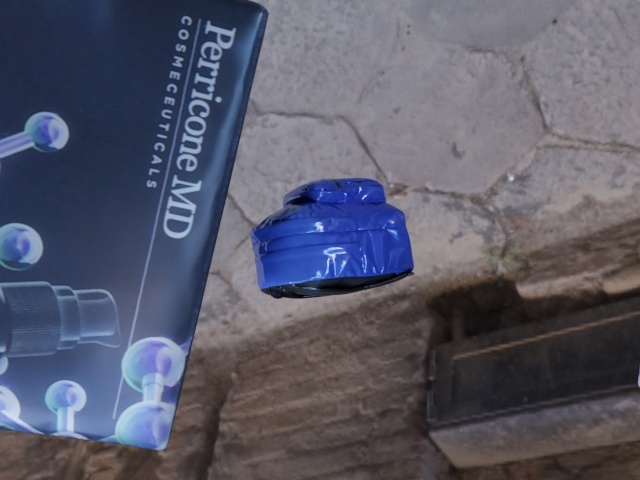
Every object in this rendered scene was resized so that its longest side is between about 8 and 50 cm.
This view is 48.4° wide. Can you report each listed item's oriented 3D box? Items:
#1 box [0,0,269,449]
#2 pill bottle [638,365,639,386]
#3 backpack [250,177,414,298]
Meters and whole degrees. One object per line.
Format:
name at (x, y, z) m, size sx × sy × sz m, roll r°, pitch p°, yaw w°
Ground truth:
box at (-0.268, -0.059, 0.486) m, size 0.395 × 0.212 × 0.294 m, roll 11°, pitch 99°, yaw -14°
pill bottle at (0.254, 0.035, 0.458) m, size 0.078 × 0.137 × 0.078 m, roll 12°, pitch 172°, yaw 2°
backpack at (0.000, 0.000, 0.607) m, size 0.120 × 0.101 × 0.098 m, roll -10°, pitch 172°, yaw -31°
